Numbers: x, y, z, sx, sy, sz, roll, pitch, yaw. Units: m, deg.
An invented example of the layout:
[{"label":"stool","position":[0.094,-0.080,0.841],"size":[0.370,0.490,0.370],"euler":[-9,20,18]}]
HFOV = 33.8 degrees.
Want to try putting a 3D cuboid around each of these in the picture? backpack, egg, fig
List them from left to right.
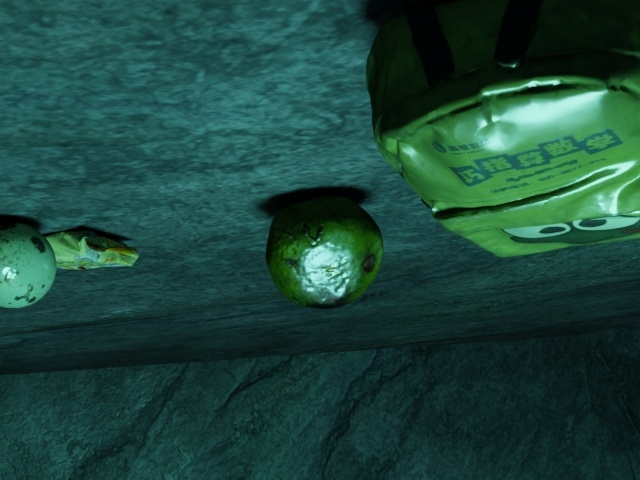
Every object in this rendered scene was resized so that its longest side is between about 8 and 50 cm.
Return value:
[{"label":"egg","position":[-0.307,0.023,1.042],"size":[0.085,0.085,0.110],"euler":[-7,161,6]},{"label":"fig","position":[0.000,0.000,1.099],"size":[0.123,0.123,0.156],"euler":[-5,-153,-7]},{"label":"backpack","position":[0.140,-0.079,0.646],"size":[0.207,0.140,0.253],"euler":[-12,161,28]}]

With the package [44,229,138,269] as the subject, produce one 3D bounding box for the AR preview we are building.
[{"label":"package","position":[-0.271,0.012,1.154],"size":[0.121,0.031,0.108],"euler":[-4,170,21]}]
